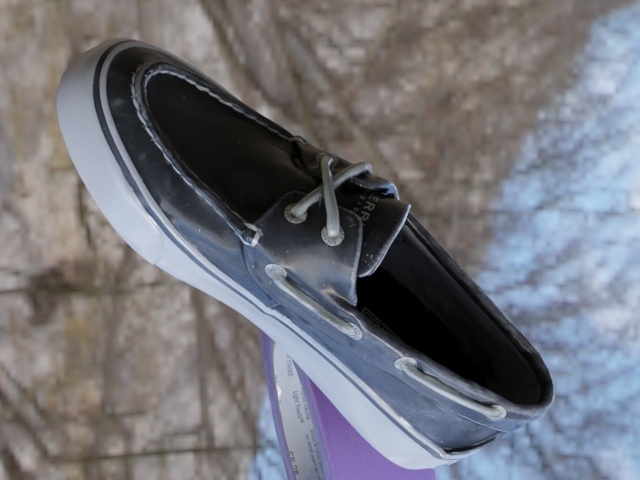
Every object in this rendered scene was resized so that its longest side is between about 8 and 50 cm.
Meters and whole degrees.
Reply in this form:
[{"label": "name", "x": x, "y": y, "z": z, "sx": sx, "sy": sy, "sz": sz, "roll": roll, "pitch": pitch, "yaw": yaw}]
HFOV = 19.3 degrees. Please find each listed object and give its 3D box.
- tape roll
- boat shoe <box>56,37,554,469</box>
[{"label": "tape roll", "x": 0.022, "y": 0.167, "z": 1.666, "sx": 0.090, "sy": 0.275, "sz": 0.275, "roll": -12, "pitch": -147, "yaw": -10}, {"label": "boat shoe", "x": 0.000, "y": 0.000, "z": 0.959, "sx": 0.102, "sy": 0.301, "sz": 0.108, "roll": -28, "pitch": -158, "yaw": 45}]
